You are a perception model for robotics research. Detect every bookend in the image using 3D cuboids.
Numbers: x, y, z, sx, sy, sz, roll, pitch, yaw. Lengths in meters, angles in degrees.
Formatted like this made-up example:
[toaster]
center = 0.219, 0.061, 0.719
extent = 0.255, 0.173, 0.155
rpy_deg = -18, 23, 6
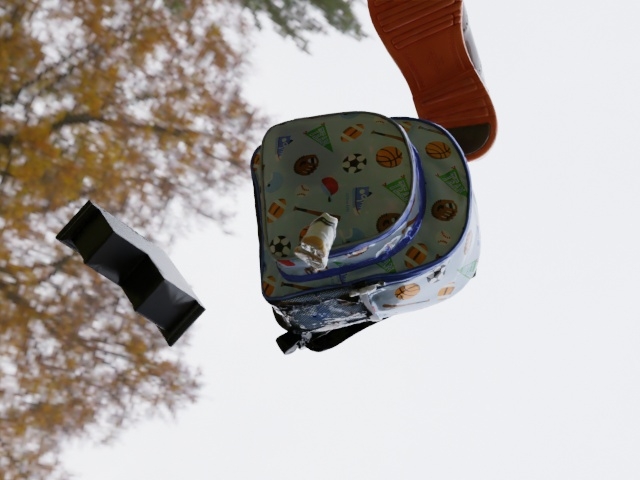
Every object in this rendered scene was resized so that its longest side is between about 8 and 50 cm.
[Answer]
[bookend]
center = -0.255, 0.044, 1.530
extent = 0.072, 0.156, 0.157
rpy_deg = -47, -137, 4

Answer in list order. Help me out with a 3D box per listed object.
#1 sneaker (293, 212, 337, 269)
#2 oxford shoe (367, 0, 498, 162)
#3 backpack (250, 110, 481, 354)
[sneaker]
center = 0.000, 0.000, 0.992
extent = 0.037, 0.032, 0.083
rpy_deg = -61, -177, -16
[oxford shoe]
center = 0.151, -0.277, 1.572
extent = 0.130, 0.133, 0.363
rpy_deg = -15, -92, 12
[backpack]
center = 0.054, -0.032, 1.337
extent = 0.263, 0.213, 0.276
rpy_deg = -8, -115, 4
